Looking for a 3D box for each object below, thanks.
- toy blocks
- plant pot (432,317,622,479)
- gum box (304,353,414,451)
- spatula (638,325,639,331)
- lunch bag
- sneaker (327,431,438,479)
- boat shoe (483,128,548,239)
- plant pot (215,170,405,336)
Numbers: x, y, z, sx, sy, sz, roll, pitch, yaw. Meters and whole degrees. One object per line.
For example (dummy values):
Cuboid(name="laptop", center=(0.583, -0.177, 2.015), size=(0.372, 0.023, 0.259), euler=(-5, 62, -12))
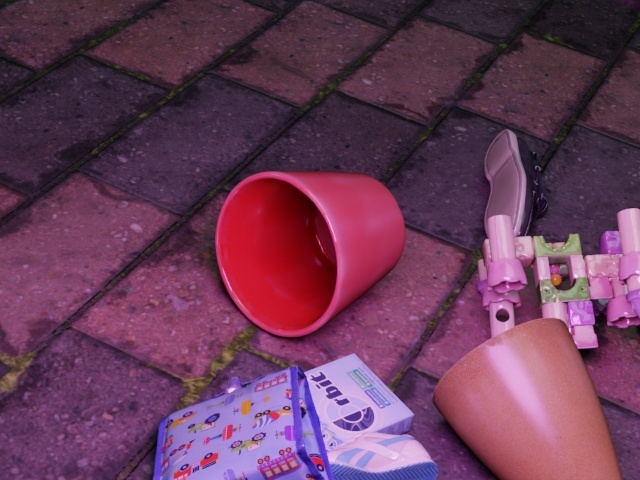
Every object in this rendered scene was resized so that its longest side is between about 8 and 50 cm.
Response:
Cuboid(name="toy blocks", center=(0.413, 0.122, 2.097), size=(0.288, 0.309, 0.260), euler=(-3, 70, -1))
Cuboid(name="plant pot", center=(0.332, 0.284, 1.827), size=(0.237, 0.237, 0.254), euler=(-13, 56, -30))
Cuboid(name="gum box", center=(0.024, 0.262, 1.901), size=(0.184, 0.041, 0.157), euler=(-17, 45, -35))
Cuboid(name="spatula", center=(0.590, 0.130, 2.247), size=(0.084, 0.030, 0.296), euler=(11, 36, -5))
Cuboid(name="lunch bag", center=(-0.115, 0.281, 1.713), size=(0.220, 0.138, 0.293), euler=(-23, 30, 5))
Cuboid(name="sneaker", center=(0.051, 0.331, 1.789), size=(0.228, 0.087, 0.092), euler=(1, 27, -24))
Cuboid(name="boat shoe", center=(0.393, -0.086, 2.415), size=(0.113, 0.127, 0.340), euler=(28, 30, -16))
Cuboid(name="plant pot", center=(0.000, 0.000, 2.081), size=(0.275, 0.275, 0.243), euler=(34, 31, 27))
